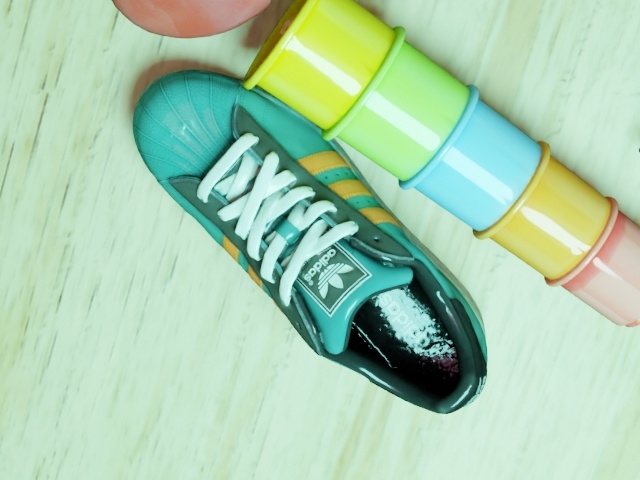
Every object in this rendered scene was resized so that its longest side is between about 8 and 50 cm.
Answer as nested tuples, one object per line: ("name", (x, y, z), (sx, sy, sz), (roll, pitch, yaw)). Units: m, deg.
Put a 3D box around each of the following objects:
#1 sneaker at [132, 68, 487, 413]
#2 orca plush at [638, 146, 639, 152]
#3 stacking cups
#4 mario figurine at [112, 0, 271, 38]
("sneaker", (0.000, 0.000, 0.992), (0.302, 0.121, 0.108), (40, 98, -9))
("orca plush", (0.286, -0.167, 0.956), (0.151, 0.102, 0.287), (33, 113, 5))
("stacking cups", (0.103, -0.052, 0.996), (0.316, 0.096, 0.096), (34, 100, -8))
("mario figurine", (-0.026, -0.268, 0.953), (0.198, 0.170, 0.320), (37, 90, 33))
